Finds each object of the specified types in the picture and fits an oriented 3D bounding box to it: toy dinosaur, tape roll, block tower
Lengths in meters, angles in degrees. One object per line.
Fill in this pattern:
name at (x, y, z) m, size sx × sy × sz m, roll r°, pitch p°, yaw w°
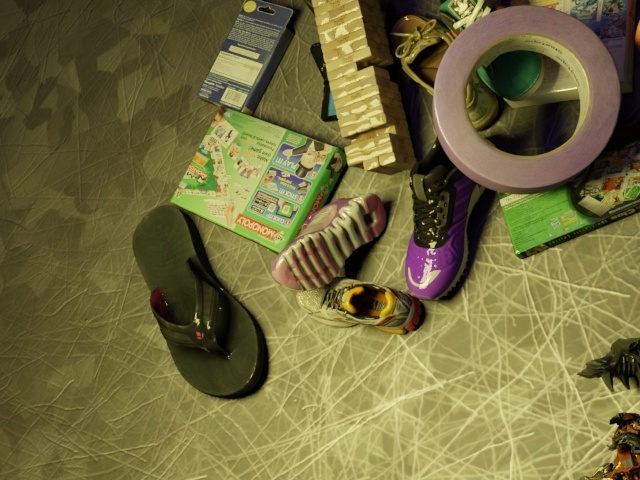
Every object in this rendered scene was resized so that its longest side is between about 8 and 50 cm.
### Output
toy dinosaur at (0.474, 0.228, 1.511) m, size 0.322 × 0.164 × 0.218 m, roll -36°, pitch 68°, yaw -6°
tape roll at (0.308, -0.210, 1.691) m, size 0.275 × 0.090 × 0.274 m, roll 0°, pitch 85°, yaw 4°
block tower at (0.073, -0.280, 1.924) m, size 0.091 × 0.097 × 0.335 m, roll -17°, pitch 79°, yaw 28°

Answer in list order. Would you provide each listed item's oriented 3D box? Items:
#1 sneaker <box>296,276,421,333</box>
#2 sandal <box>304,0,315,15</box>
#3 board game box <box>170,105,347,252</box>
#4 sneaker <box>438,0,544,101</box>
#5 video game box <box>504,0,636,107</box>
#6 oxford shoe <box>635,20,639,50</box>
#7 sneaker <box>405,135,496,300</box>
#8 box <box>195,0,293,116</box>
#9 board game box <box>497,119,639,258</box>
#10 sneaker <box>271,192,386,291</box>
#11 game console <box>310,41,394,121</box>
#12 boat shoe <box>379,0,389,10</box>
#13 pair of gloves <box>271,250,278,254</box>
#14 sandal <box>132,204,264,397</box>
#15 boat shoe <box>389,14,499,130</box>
sneaker at (0.052, 0.095, 1.845) m, size 0.225 × 0.093 × 0.088 m, roll 3°, pitch 74°, yaw 35°
sandal at (0.026, -0.419, 2.096) m, size 0.040 × 0.067 × 0.179 m, roll -46°, pitch 60°, yaw 1°
board game box at (-0.119, -0.112, 2.064) m, size 0.317 × 0.046 × 0.213 m, roll 24°, pitch 85°, yaw 40°
sneaker at (0.257, -0.349, 1.825) m, size 0.108 × 0.121 × 0.302 m, roll -42°, pitch 48°, yaw 23°
video game box at (0.404, -0.317, 1.813) m, size 0.205 × 0.048 × 0.187 m, roll -4°, pitch 71°, yaw 33°
oxford shoe at (0.626, -0.396, 1.654) m, size 0.364 × 0.130 × 0.132 m, roll -44°, pitch 60°, yaw 11°
sneaker at (0.182, -0.055, 1.788) m, size 0.102 × 0.146 × 0.293 m, roll 11°, pitch 77°, yaw 36°
box at (-0.141, -0.360, 2.194) m, size 0.136 × 0.036 × 0.225 m, roll 24°, pitch 86°, yaw 37°
board game box at (0.405, -0.079, 1.727) m, size 0.260 × 0.030 × 0.136 m, roll -24°, pitch 62°, yaw 24°
sneaker at (0.000, 0.000, 1.886) m, size 0.236 × 0.095 × 0.105 m, roll -38°, pitch 32°, yaw -28°
game console at (0.051, -0.295, 2.013) m, size 0.144 × 0.124 × 0.085 m, roll -7°, pitch 36°, yaw 31°
boat shoe at (0.064, -0.503, 2.103) m, size 0.095 × 0.095 × 0.257 m, roll -12°, pitch 51°, yaw -10°
pair of gloves at (-0.067, -0.016, 2.021) m, size 0.074 × 0.010 × 0.083 m, roll 34°, pitch 92°, yaw 37°
sandal at (-0.251, 0.107, 2.029) m, size 0.167 × 0.107 × 0.445 m, roll -43°, pitch 54°, yaw 11°
boat shoe at (0.202, -0.305, 1.913) m, size 0.104 × 0.089 × 0.285 m, roll -45°, pitch 53°, yaw 11°
